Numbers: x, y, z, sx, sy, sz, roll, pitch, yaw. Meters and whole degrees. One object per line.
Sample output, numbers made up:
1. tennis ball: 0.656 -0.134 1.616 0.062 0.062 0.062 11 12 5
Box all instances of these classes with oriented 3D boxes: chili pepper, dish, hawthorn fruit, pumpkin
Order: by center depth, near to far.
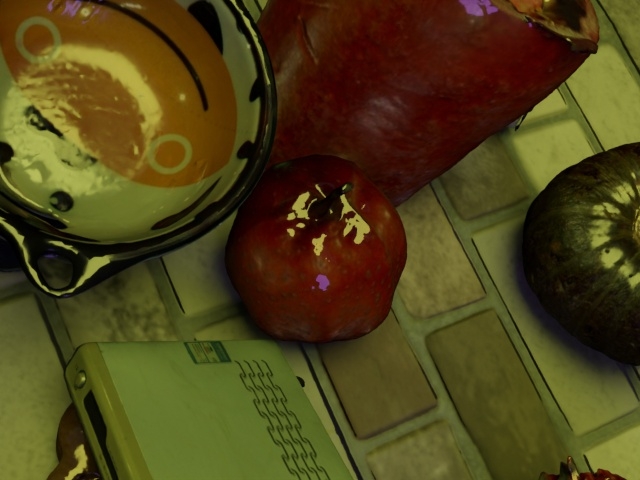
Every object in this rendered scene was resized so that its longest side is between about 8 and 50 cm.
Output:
1. dish: -0.181 -0.097 0.823 0.303 0.120 0.303 7 70 -21
2. hawthorn fruit: 0.000 0.000 0.916 0.157 0.194 0.157 3 62 -6
3. chili pepper: 0.077 -0.179 0.988 0.251 0.305 0.229 9 56 -29
4. pumpkin: 0.302 0.010 1.045 0.219 0.162 0.218 -3 68 8

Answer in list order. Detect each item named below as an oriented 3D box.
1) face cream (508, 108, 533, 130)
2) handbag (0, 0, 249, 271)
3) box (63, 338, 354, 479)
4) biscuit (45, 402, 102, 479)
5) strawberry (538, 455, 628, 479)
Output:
1. face cream: 0.112 -0.198 1.123 0.244 0.058 0.092 31 65 3
2. handbag: -0.255 -0.164 0.945 0.269 0.118 0.325 43 60 -5
3. box: -0.059 0.184 0.817 0.211 0.045 0.270 2 40 -39
4. biscuit: -0.095 0.242 0.861 0.302 0.043 0.278 -3 69 -20
5. strawberry: 0.232 0.286 0.944 0.208 0.087 0.167 41 79 -27
